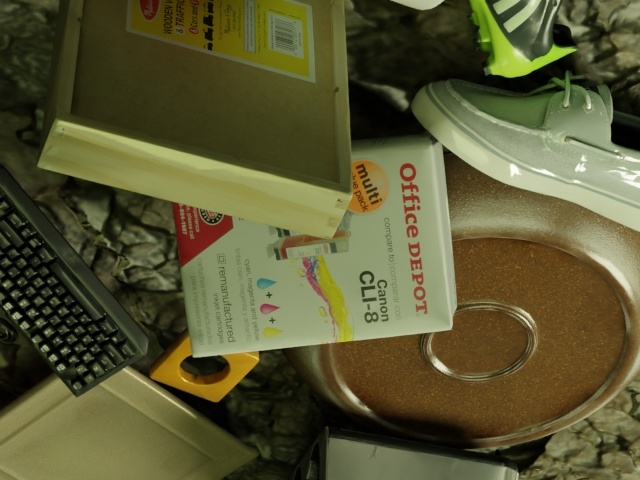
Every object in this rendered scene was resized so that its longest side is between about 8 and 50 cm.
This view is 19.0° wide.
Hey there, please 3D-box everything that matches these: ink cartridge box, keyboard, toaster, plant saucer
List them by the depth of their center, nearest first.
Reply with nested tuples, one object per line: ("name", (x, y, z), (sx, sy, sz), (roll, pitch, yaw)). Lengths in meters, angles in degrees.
("ink cartridge box", (0.000, 0.000, 1.287), (0.176, 0.127, 0.128), (-7, 95, 5))
("keyboard", (-0.218, 0.038, 1.386), (0.108, 0.023, 0.180), (-30, 108, 24))
("plant saucer", (0.118, 0.063, 1.440), (0.311, 0.050, 0.310), (-1, 133, -2))
("toaster", (0.066, 0.226, 1.517), (0.186, 0.110, 0.168), (10, 158, -9))

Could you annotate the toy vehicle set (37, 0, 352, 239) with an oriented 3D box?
("toy vehicle set", (-0.067, -0.120, 1.106), (0.166, 0.267, 0.035), (15, 131, -14))

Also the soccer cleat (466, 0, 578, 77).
("soccer cleat", (0.121, -0.177, 1.207), (0.072, 0.060, 0.179), (-19, 139, 3))

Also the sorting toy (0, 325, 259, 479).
("sorting toy", (-0.175, 0.160, 1.528), (0.348, 0.047, 0.196), (-34, 130, 27))

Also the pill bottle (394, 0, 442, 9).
("pill bottle", (-0.062, -0.240, 1.052), (0.319, 0.176, 0.176), (18, 131, -18))

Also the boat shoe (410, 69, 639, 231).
("boat shoe", (0.171, -0.075, 1.296), (0.228, 0.079, 0.081), (19, 118, -23))
